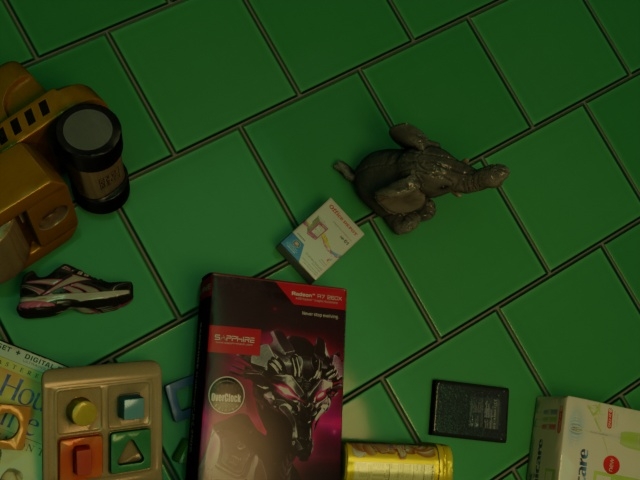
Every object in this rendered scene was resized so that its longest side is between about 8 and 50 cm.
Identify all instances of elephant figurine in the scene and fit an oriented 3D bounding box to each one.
[{"bbox_3d":[0.161,-0.115,1.371,0.186,0.239,0.169,-24,85,-16],"label":"elephant figurine"}]

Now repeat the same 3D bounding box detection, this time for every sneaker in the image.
[{"bbox_3d":[-0.385,0.071,1.305,0.178,0.072,0.077,-3,69,-19],"label":"sneaker"}]

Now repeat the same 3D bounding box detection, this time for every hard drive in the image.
[{"bbox_3d":[0.255,0.293,1.423,0.135,0.022,0.094,9,77,-11],"label":"hard drive"}]

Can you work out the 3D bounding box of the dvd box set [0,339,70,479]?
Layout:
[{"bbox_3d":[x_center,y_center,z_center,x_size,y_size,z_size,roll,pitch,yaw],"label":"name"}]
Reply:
[{"bbox_3d":[-0.526,0.354,1.216,0.307,0.062,0.420,25,75,-8],"label":"dvd box set"}]

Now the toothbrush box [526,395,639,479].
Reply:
[{"bbox_3d":[0.508,0.392,1.409,0.283,0.122,0.206,14,76,-8],"label":"toothbrush box"}]

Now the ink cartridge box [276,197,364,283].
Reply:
[{"bbox_3d":[0.000,0.000,1.411,0.122,0.052,0.088,-43,90,-18],"label":"ink cartridge box"}]

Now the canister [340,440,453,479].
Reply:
[{"bbox_3d":[0.111,0.358,1.325,0.170,0.126,0.073,5,78,-10],"label":"canister"}]

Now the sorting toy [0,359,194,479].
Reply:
[{"bbox_3d":[-0.319,0.283,1.230,0.347,0.047,0.196,-1,88,-31],"label":"sorting toy"}]

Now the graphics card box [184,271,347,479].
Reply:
[{"bbox_3d":[-0.084,0.245,1.301,0.233,0.094,0.371,9,75,-20],"label":"graphics card box"}]

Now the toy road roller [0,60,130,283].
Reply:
[{"bbox_3d":[-0.463,-0.116,1.263,0.329,0.202,0.240,-40,77,-22],"label":"toy road roller"}]
